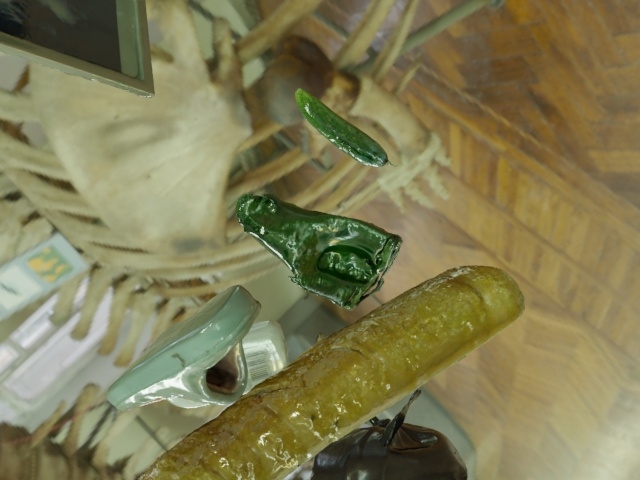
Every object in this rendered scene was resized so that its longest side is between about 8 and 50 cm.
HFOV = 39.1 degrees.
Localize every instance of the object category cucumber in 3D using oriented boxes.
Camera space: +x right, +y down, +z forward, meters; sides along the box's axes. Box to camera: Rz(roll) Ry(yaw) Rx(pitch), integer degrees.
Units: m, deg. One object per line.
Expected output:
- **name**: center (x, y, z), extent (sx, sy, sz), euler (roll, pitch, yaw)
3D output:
- **cucumber**: center (0.029, -0.141, 1.194), extent (0.168, 0.039, 0.039), euler (37, 167, -2)

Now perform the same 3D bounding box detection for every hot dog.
- **hot dog**: center (0.007, 0.097, 0.563), extent (0.061, 0.286, 0.088), euler (59, 159, -5)

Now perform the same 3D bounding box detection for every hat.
- **hat**: center (0.045, 0.326, 1.284), extent (0.238, 0.336, 0.209), euler (74, 178, -76)

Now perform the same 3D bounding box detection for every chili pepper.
- **chili pepper**: center (0.001, 0.001, 1.016), extent (0.216, 0.108, 0.062), euler (28, -166, -26)

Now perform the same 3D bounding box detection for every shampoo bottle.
- **shampoo bottle**: center (-0.151, 0.169, 1.154), extent (0.051, 0.221, 0.108), euler (-113, 12, -48)

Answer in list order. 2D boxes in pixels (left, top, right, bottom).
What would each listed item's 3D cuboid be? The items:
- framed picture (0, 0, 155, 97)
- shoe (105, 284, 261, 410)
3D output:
- **framed picture**: center (-0.291, -0.265, 0.895), extent (0.281, 0.019, 0.209), euler (11, -119, -45)
- **shoe**: center (-0.095, 0.101, 0.694), extent (0.078, 0.079, 0.195), euler (46, 136, -4)
